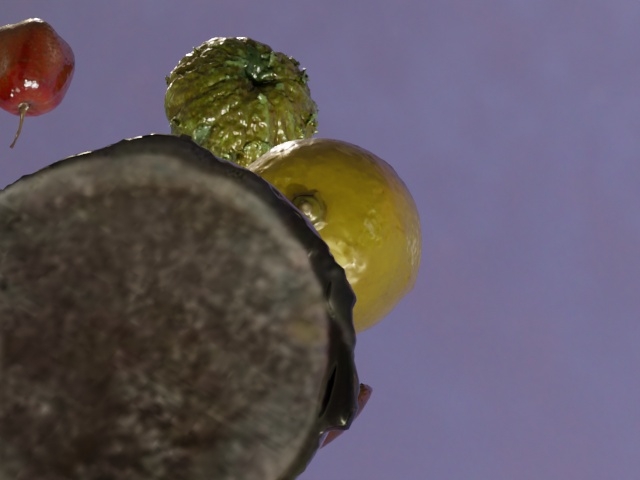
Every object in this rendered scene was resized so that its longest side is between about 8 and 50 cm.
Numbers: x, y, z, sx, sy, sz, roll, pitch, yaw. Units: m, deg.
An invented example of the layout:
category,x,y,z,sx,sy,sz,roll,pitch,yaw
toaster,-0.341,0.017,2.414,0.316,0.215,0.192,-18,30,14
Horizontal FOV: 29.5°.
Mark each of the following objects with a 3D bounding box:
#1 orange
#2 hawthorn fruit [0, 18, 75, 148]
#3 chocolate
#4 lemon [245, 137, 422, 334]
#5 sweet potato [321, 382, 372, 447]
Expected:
category,x,y,z,sx,sy,sz,roll,pitch,yaw
orange,-0.148,-0.244,2.251,0.223,0.300,0.301,-51,-166,49
hawthorn fruit,-0.487,-0.264,2.018,0.163,0.162,0.203,-21,-129,13
chocolate,-0.123,0.099,0.900,0.303,0.213,0.303,0,-109,1
lemon,0.000,0.000,1.482,0.260,0.260,0.284,-46,-177,-23
sweet potato,-0.009,0.255,1.628,0.057,0.057,0.265,2,-158,39
